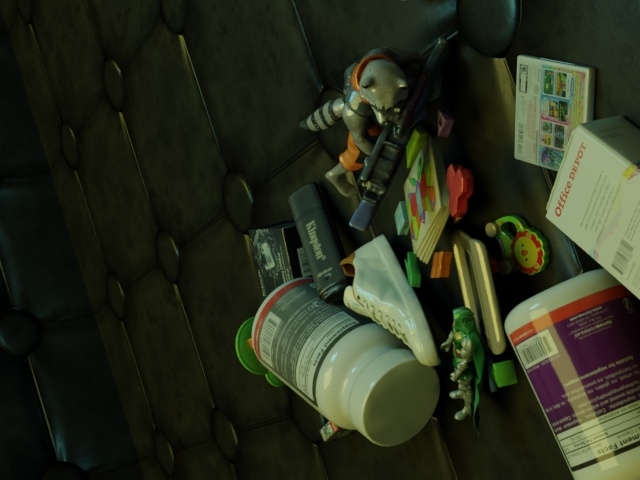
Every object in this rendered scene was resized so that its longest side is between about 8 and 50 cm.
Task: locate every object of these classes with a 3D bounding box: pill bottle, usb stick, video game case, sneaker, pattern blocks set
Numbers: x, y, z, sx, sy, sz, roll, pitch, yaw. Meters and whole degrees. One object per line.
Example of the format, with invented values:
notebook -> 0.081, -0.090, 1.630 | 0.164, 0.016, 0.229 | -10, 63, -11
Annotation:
pill bottle -> 0.044, 0.224, 2.036 | 0.363, 0.210, 0.210 | 32, 129, 50
usb stick -> 0.000, 0.000, 2.089 | 0.045, 0.077, 0.278 | 52, -165, -49
video game case -> 0.334, -0.179, 1.564 | 0.143, 0.019, 0.157 | 26, 123, 53
sneaker -> 0.117, 0.124, 1.905 | 0.106, 0.123, 0.290 | 62, -178, -46
pattern blocks set -> 0.172, -0.067, 1.773 | 0.324, 0.026, 0.285 | 101, 164, -46
pill bottle -> 0.391, 0.212, 1.475 | 0.181, 0.182, 0.323 | -45, 64, 56

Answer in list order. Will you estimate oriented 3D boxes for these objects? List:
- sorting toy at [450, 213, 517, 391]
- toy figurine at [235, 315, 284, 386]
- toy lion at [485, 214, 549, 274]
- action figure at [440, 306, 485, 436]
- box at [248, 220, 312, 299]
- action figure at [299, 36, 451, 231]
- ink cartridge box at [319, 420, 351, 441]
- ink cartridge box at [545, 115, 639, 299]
sorting toy -> 0.260, 0.072, 1.727 | 0.196, 0.047, 0.347 | -120, 17, -84
toy figurine -> -0.076, 0.238, 2.363 | 0.159, 0.130, 0.173 | -14, 112, 51
toy lion -> 0.308, 0.007, 1.679 | 0.096, 0.034, 0.100 | -28, 78, 52
action figure -> 0.233, 0.191, 1.767 | 0.137, 0.064, 0.232 | -100, 3, -50
box -> -0.062, 0.041, 2.253 | 0.158, 0.093, 0.156 | -2, 101, 61
action figure -> 0.061, -0.179, 1.748 | 0.341, 0.179, 0.330 | -65, 4, -19
ink cartridge box -> 0.048, 0.374, 2.239 | 0.029, 0.063, 0.115 | 65, 148, 20
ink cartridge box -> 0.409, -0.042, 1.422 | 0.212, 0.093, 0.154 | 46, 138, 38
